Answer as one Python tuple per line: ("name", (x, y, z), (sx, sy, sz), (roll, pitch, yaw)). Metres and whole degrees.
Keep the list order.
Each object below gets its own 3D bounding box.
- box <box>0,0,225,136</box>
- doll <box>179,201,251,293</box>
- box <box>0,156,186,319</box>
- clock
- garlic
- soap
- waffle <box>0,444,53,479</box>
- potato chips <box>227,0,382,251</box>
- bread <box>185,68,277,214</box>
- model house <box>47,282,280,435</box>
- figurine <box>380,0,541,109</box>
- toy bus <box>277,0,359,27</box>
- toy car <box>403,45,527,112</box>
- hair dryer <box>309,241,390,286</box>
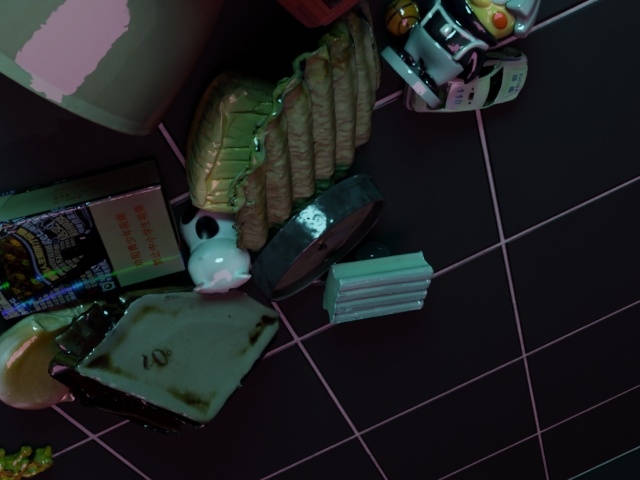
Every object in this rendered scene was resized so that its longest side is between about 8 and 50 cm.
("box", (-0.247, -0.291, 0.787), (0.301, 0.301, 0.216), (27, 109, -40))
("doll", (-0.175, 0.011, 1.180), (0.110, 0.180, 0.107), (-18, 150, 1))
("box", (-0.388, -0.001, 1.136), (0.310, 0.084, 0.198), (-15, 136, -10))
("clock", (0.000, 0.000, 1.230), (0.280, 0.055, 0.280), (-39, 167, -11))
("garlic", (-0.487, 0.195, 1.244), (0.217, 0.110, 0.228), (-28, 143, -49))
("soap", (0.109, 0.089, 1.351), (0.198, 0.063, 0.114), (-6, 133, -21))
("waffle", (-0.711, 0.559, 1.543), (0.260, 0.069, 0.293), (-7, 132, -20))
("potato chips", (-0.015, -0.150, 1.057), (0.358, 0.070, 0.429), (-52, 165, -20))
("bread", (-0.130, -0.151, 1.090), (0.140, 0.106, 0.236), (4, 129, -26))
("model house", (-0.298, 0.178, 1.258), (0.282, 0.317, 0.297), (-11, 127, 51))
("figurine", (0.204, -0.327, 1.038), (0.236, 0.176, 0.133), (-42, 175, 15))
("toy bus", (-0.050, -0.375, 0.706), (0.203, 0.233, 0.427), (-37, 174, 13))
("toy car", (0.250, -0.261, 1.177), (0.224, 0.076, 0.090), (-9, 133, -16))
("hair dryer", (0.032, 0.079, 1.419), (0.219, 0.071, 0.124), (-7, 133, -9))
